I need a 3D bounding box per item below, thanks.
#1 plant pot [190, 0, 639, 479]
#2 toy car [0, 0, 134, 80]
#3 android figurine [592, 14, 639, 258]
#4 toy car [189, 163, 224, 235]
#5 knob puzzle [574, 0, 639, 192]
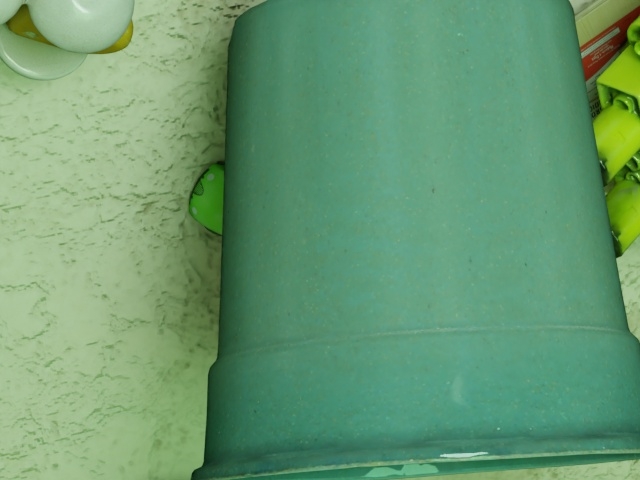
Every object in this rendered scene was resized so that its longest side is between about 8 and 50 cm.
[{"bbox_3d":[0.068,0.000,1.427,0.341,0.341,0.334,0,80,-19],"label":"plant pot"},{"bbox_3d":[-0.214,-0.194,1.384,0.182,0.159,0.136,10,80,-23],"label":"toy car"},{"bbox_3d":[0.299,-0.113,1.584,0.273,0.056,0.248,-43,139,-24],"label":"android figurine"},{"bbox_3d":[0.000,0.000,1.606,0.225,0.053,0.239,18,111,-27],"label":"toy car"},{"bbox_3d":[0.248,-0.122,1.632,0.213,0.030,0.213,-14,121,-25],"label":"knob puzzle"}]
